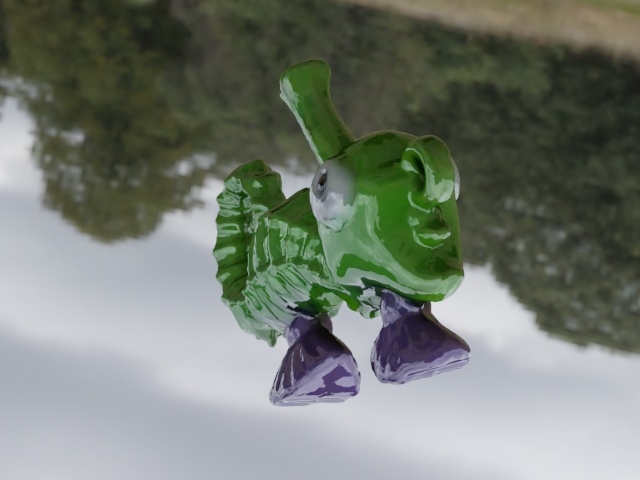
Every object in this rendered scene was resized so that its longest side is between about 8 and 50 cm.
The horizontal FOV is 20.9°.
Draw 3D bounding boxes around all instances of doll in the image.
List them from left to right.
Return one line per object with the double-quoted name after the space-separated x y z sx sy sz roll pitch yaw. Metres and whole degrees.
0.000 0.000 0.605 0.050 0.115 0.190 -4 170 -24 "doll"
